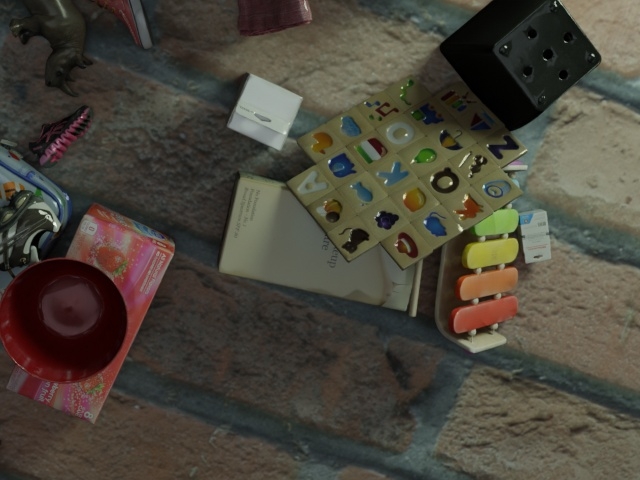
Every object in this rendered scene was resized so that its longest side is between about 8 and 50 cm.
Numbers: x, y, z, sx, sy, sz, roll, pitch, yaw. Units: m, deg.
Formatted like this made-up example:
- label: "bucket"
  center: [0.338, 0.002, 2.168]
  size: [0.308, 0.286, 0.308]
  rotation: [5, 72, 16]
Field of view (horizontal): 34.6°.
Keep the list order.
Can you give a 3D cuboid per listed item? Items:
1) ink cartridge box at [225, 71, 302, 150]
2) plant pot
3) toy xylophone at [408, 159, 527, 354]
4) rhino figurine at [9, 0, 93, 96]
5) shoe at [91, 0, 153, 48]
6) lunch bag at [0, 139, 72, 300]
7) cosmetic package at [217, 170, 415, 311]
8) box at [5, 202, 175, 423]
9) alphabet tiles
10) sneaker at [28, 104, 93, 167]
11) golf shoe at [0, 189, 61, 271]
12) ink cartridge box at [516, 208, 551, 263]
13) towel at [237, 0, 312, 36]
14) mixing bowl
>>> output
- label: "ink cartridge box"
  center: [-0.088, -0.201, 1.586]
  size: [0.092, 0.143, 0.090]
  rotation: [23, 97, -11]
- label: "plant pot"
  center: [0.328, -0.291, 1.610]
  size: [0.188, 0.167, 0.187]
  rotation: [-40, 102, 2]
- label: "toy xylophone"
  center: [0.241, 0.027, 1.650]
  size: [0.236, 0.081, 0.323]
  rotation: [-18, 114, -48]
- label: "rhino figurine"
  center: [-0.415, -0.334, 1.561]
  size: [0.106, 0.073, 0.243]
  rotation: [-19, 103, 0]
- label: "shoe"
  center: [-0.319, -0.370, 1.573]
  size: [0.081, 0.063, 0.178]
  rotation: [-19, 96, -2]
- label: "lunch bag"
  center: [-0.543, -0.015, 1.583]
  size: [0.243, 0.115, 0.303]
  rotation: [34, 95, -9]
- label: "cosmetic package"
  center: [0.000, 0.000, 1.650]
  size: [0.309, 0.113, 0.160]
  rotation: [11, 98, -8]
- label: "box"
  center: [-0.354, 0.111, 1.610]
  size: [0.154, 0.142, 0.300]
  rotation: [25, 96, -11]
- label: "alphabet tiles"
  center: [0.134, -0.113, 1.582]
  size: [0.342, 0.011, 0.285]
  rotation: [-31, 63, -15]
- label: "sneaker"
  center: [-0.409, -0.172, 1.607]
  size: [0.057, 0.047, 0.119]
  rotation: [41, 84, 15]
- label: "golf shoe"
  center: [-0.462, 0.021, 1.498]
  size: [0.094, 0.077, 0.198]
  rotation: [41, 97, -8]
- label: "ink cartridge box"
  center: [0.359, -0.007, 1.733]
  size: [0.048, 0.028, 0.083]
  rotation: [-10, 101, -5]
- label: "towel"
  center: [-0.102, -0.466, 1.492]
  size: [0.037, 0.237, 0.329]
  rotation: [-17, 102, -21]
- label: "mixing bowl"
  center: [-0.366, 0.105, 1.484]
  size: [0.181, 0.098, 0.182]
  rotation: [-1, 100, -7]
